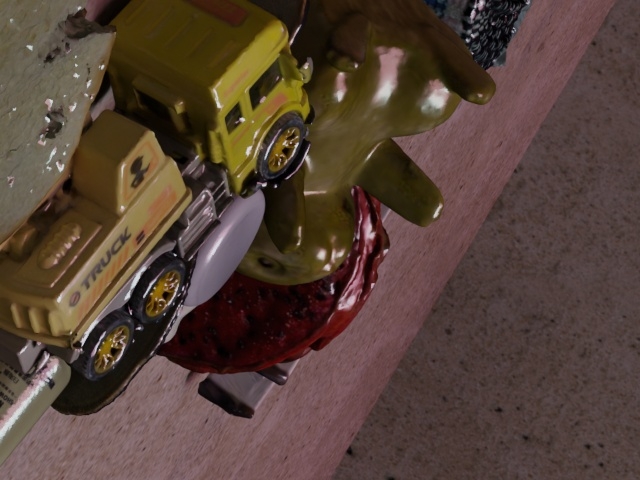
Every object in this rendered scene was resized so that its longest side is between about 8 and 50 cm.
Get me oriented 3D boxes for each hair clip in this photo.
[{"bbox_3d":[-0.016,0.050,2.078,0.331,0.085,0.101,-57,174,-42],"label":"hair clip"}]

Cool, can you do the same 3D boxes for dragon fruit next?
[{"bbox_3d":[0.000,0.000,1.822,0.317,0.152,0.205,-61,171,19],"label":"dragon fruit"}]

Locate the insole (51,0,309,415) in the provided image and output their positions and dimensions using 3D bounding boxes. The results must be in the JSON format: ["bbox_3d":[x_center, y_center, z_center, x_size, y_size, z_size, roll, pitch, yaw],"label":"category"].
[{"bbox_3d":[-0.108,-0.041,1.320,0.348,0.119,0.009,-62,152,1],"label":"insole"}]

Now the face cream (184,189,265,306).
[{"bbox_3d":[-0.106,-0.017,1.403,0.117,0.104,0.117,-55,170,-14],"label":"face cream"}]

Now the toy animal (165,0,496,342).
[{"bbox_3d":[-0.012,-0.042,1.536,0.181,0.180,0.363,-4,127,-42],"label":"toy animal"}]

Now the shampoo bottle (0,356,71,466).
[{"bbox_3d":[-0.240,0.123,1.264,0.162,0.079,0.079,-52,168,-25],"label":"shampoo bottle"}]

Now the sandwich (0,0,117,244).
[{"bbox_3d":[-0.171,-0.099,0.898,0.249,0.095,0.273,-49,166,-56],"label":"sandwich"}]

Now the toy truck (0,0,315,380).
[{"bbox_3d":[-0.125,-0.050,1.192,0.272,0.124,0.157,-49,157,-24],"label":"toy truck"}]

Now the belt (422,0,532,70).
[{"bbox_3d":[0.115,-0.251,1.634,0.257,0.150,0.207,-34,144,-68],"label":"belt"}]
